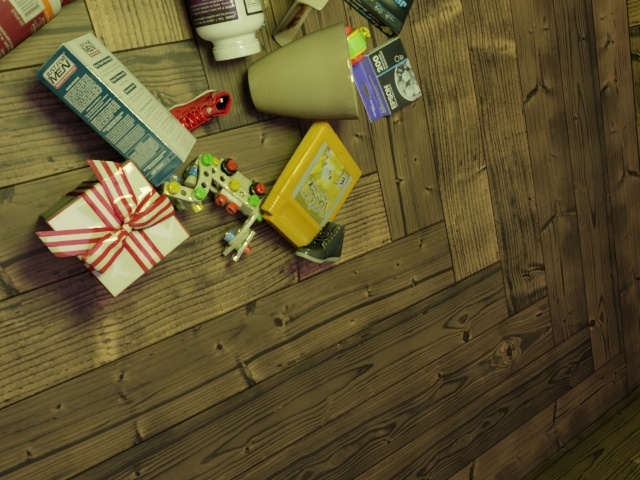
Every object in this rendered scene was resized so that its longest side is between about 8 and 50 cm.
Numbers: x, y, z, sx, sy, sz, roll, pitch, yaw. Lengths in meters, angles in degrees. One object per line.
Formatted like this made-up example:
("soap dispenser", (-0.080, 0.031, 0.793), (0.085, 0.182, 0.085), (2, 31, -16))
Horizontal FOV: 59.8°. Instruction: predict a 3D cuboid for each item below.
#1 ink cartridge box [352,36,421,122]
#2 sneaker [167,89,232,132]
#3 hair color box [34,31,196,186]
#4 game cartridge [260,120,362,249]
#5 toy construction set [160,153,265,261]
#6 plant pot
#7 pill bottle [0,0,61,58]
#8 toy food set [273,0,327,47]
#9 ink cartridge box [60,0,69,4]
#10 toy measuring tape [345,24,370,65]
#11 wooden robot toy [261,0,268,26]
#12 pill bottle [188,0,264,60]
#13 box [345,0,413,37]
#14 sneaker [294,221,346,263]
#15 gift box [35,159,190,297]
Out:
("ink cartridge box", (0.211, -0.517, 1.795), (0.208, 0.045, 0.206), (-36, 113, -22))
("sneaker", (-0.325, -0.327, 1.440), (0.221, 0.128, 0.087), (-45, 116, -19))
("hair color box", (-0.462, -0.305, 1.305), (0.105, 0.174, 0.347), (-37, 113, 16))
("game cartridge", (-0.018, -0.143, 1.635), (0.324, 0.052, 0.285), (-61, 145, -11))
("toy construction set", (-0.266, -0.099, 1.493), (0.328, 0.151, 0.215), (51, 46, -34))
("plant pot", (-0.049, -0.438, 1.516), (0.274, 0.256, 0.256), (-7, 103, 7))
("pill bottle", (-0.747, -0.441, 1.112), (0.392, 0.224, 0.224), (-48, 117, -17))
("toy food set", (-0.010, -0.651, 1.496), (0.092, 0.306, 0.220), (33, 79, -16))
("ink cartridge box", (-0.530, -0.707, 1.265), (0.306, 0.131, 0.226), (-40, 114, -23))
("toy measuring tape", (0.036, -0.542, 1.644), (0.330, 0.121, 0.121), (-42, 115, -20))
("wooden robot toy", (-0.177, -0.661, 1.535), (0.079, 0.076, 0.173), (-57, 153, -57))
("pill bottle", (-0.248, -0.632, 1.406), (0.181, 0.181, 0.323), (-24, 116, -27))
("box", (0.189, -0.774, 1.743), (0.220, 0.051, 0.175), (28, 82, -31))
("sneaker", (0.000, 0.000, 1.648), (0.222, 0.083, 0.118), (-1, 107, -63))
("gift box", (-0.499, -0.042, 1.294), (0.255, 0.258, 0.276), (-47, 118, -18))
